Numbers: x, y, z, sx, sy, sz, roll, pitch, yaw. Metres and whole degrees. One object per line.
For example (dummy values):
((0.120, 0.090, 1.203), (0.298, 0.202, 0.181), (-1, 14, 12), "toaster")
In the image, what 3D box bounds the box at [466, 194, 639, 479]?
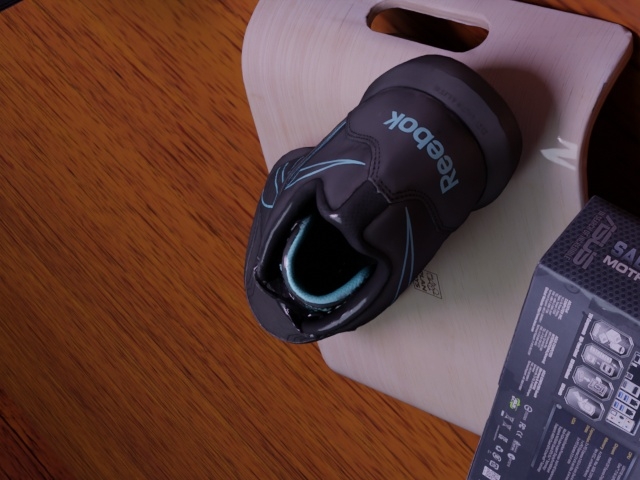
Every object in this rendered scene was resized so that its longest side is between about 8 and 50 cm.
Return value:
((0.173, 0.109, 0.705), (0.183, 0.059, 0.233), (31, 145, 19), "box")

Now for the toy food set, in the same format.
((0.087, -0.003, 0.822), (0.219, 0.092, 0.306), (21, 141, 37), "toy food set")

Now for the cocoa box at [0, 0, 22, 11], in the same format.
((-0.272, -0.329, 0.903), (0.231, 0.228, 0.347), (28, 144, 49), "cocoa box")

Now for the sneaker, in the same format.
((0.000, 0.000, 0.741), (0.101, 0.106, 0.267), (43, 151, 3), "sneaker")
